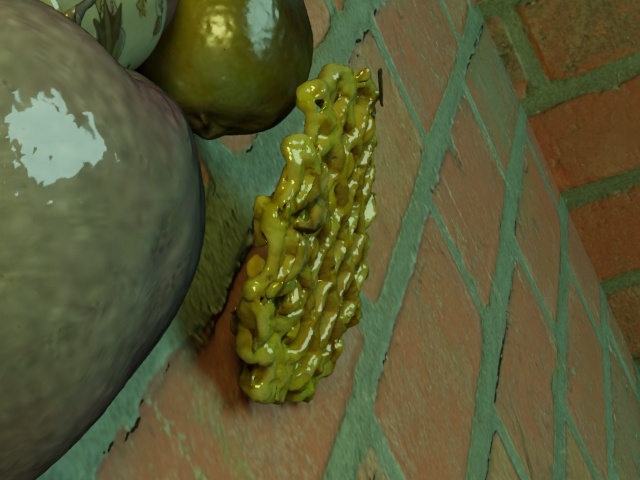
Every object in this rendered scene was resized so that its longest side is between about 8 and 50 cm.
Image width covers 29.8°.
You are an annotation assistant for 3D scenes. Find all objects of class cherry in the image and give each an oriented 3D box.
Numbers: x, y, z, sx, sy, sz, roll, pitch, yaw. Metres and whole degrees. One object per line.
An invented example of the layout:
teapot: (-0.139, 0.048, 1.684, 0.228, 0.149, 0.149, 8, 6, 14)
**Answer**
cherry: (-0.146, -0.008, 0.524, 0.213, 0.183, 0.266, 28, 71, -67)

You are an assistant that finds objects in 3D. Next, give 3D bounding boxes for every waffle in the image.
waffle: (-0.003, -0.001, 0.945, 0.262, 0.060, 0.280, -17, 119, -75)

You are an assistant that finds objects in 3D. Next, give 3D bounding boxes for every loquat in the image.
loquat: (-0.080, -0.171, 0.946, 0.152, 0.152, 0.195, 32, 53, -59)

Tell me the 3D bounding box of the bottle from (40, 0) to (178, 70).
bottle: (-0.161, -0.148, 0.746, 0.120, 0.120, 0.253, 64, 20, -15)
